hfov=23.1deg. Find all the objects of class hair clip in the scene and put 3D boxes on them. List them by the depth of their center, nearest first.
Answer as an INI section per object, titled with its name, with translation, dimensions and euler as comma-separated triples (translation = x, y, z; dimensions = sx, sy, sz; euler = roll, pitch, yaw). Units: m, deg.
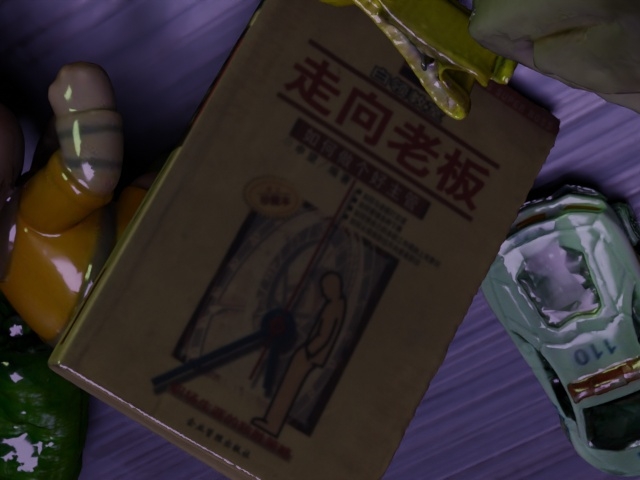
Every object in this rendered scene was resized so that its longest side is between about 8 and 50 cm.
[hair clip]
translation = 0.016, -0.129, 0.711
dimensions = 0.173, 0.072, 0.046
euler = 37, 133, -13

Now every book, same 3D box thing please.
[book]
translation = 0.000, 0.000, 0.727
dimensions = 0.161, 0.231, 0.026
euler = 33, 162, -14

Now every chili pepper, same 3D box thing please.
[chili pepper]
translation = -0.188, 0.129, 0.894
dimensions = 0.099, 0.083, 0.253
euler = 24, 126, -6

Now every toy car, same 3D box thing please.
[toy car]
translation = 0.150, 0.056, 0.818
dimensions = 0.093, 0.058, 0.186
euler = -24, 116, 18

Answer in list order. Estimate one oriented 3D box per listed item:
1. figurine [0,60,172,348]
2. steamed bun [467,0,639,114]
[figurine]
translation = -0.186, -0.027, 0.736
dimensions = 0.257, 0.167, 0.192
euler = 28, 155, -12
[steamed bun]
translation = 0.154, -0.159, 0.601
dimensions = 0.320, 0.206, 0.275
euler = -2, 123, 12
